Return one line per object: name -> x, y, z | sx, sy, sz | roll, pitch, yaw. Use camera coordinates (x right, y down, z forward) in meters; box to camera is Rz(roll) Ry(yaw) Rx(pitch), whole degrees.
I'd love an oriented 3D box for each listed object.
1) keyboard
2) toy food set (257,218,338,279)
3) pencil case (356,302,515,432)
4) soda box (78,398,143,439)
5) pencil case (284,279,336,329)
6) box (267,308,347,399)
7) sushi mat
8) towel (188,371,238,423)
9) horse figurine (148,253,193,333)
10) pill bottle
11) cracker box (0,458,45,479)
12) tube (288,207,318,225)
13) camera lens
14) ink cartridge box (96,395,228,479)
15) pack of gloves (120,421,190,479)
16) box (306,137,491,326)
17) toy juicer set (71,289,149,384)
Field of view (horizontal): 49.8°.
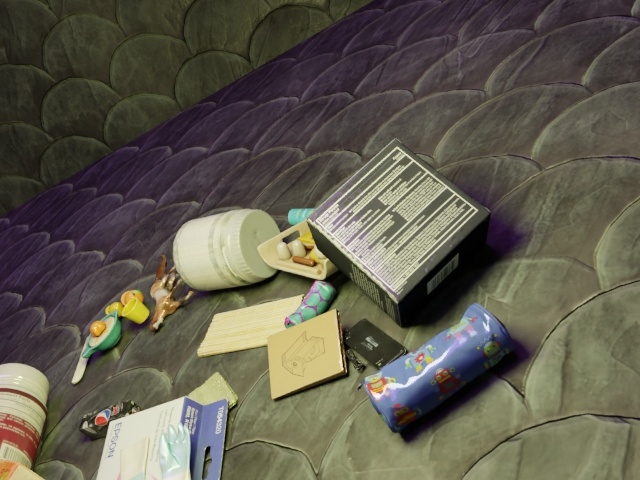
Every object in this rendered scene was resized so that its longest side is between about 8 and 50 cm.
keyboard -> 0.107, 0.247, 1.562 | 0.108, 0.023, 0.180 | -37, 31, -14
toy food set -> 0.000, 0.000, 1.846 | 0.220, 0.092, 0.306 | -31, 25, -32
pencil case -> 0.228, 0.248, 1.357 | 0.306, 0.119, 0.133 | -35, 22, 1
soda box -> -0.562, 0.481, 1.846 | 0.169, 0.060, 0.053 | -21, 36, 22
pencil case -> -0.026, 0.168, 1.740 | 0.152, 0.070, 0.064 | -51, 22, -26
box -> -0.035, 0.268, 1.616 | 0.201, 0.021, 0.164 | -25, 50, 23
sushi mat -> -0.187, 0.231, 1.858 | 0.316, 0.019, 0.151 | -15, 37, 30
towel -> -0.269, 0.394, 1.716 | 0.110, 0.027, 0.148 | -40, 32, -8
horse figurine -> -0.483, 0.158, 2.169 | 0.174, 0.066, 0.263 | -47, 38, 14
pill bottle -> -0.896, 0.546, 1.921 | 0.224, 0.224, 0.392 | -28, 33, 13
cracker box -> -0.694, 0.608, 1.643 | 0.155, 0.232, 0.067 | -8, 43, 37
tube -> 0.000, -0.068, 2.050 | 0.207, 0.052, 0.080 | 1, 57, 35
camera lens -> -0.275, 0.029, 2.011 | 0.274, 0.219, 0.219 | -10, 40, 35
ink cartridge box -> -0.378, 0.527, 1.585 | 0.330, 0.071, 0.324 | -24, 39, 20
pack of gloves -> -0.377, 0.511, 1.511 | 0.195, 0.046, 0.232 | -26, 39, 10
box -> 0.180, -0.021, 1.583 | 0.296, 0.183, 0.294 | -42, 66, -11
toy juicer set -> -0.685, 0.272, 2.173 | 0.329, 0.089, 0.209 | -44, 29, 4
